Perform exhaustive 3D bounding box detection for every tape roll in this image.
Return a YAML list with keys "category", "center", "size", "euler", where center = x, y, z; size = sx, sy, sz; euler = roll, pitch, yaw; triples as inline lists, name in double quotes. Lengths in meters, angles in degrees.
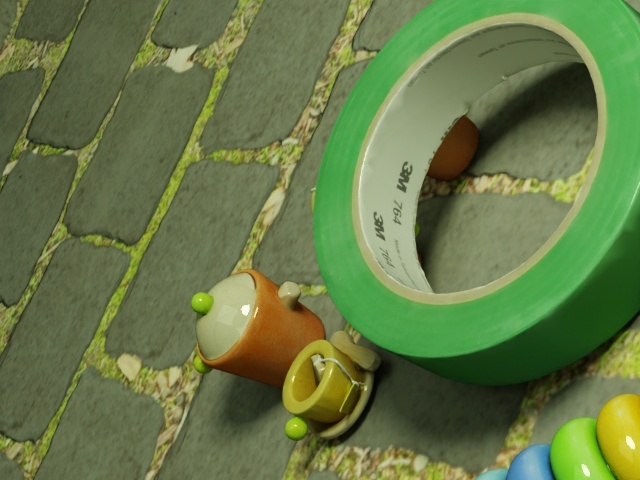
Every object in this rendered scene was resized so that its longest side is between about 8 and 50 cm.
- category: "tape roll"
  center: [0.138, -0.051, 1.371]
  size: [0.321, 0.077, 0.321]
  euler: [-21, 57, 36]

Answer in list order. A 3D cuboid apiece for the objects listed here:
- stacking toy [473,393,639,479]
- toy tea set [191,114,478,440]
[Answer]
- category: "stacking toy"
  center: [0.198, 0.157, 1.140]
  size: [0.330, 0.141, 0.141]
  euler: [-41, 35, 20]
- category: "toy tea set"
  center: [0.000, 0.000, 1.563]
  size: [0.200, 0.124, 0.336]
  euler: [15, 78, 60]
